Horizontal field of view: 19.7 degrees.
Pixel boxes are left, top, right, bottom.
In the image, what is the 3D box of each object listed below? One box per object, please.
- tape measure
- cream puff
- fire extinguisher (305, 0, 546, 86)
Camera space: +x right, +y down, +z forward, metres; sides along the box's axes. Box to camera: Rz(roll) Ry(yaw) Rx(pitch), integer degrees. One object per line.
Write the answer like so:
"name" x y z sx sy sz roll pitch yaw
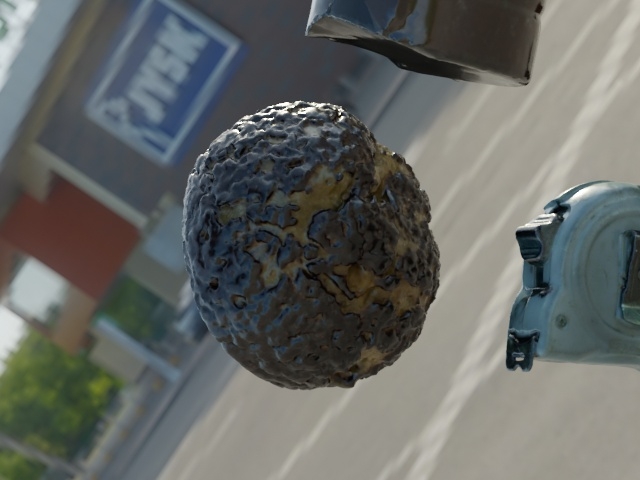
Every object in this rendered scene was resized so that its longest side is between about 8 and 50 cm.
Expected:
"tape measure" 0.300 0.041 1.453 0.084 0.330 0.164 -171 86 -65
"cream puff" 0.000 0.000 1.504 0.164 0.239 0.239 -26 19 31
"fire extinguisher" 0.046 -0.186 0.554 0.072 0.089 0.268 -37 -41 -88
